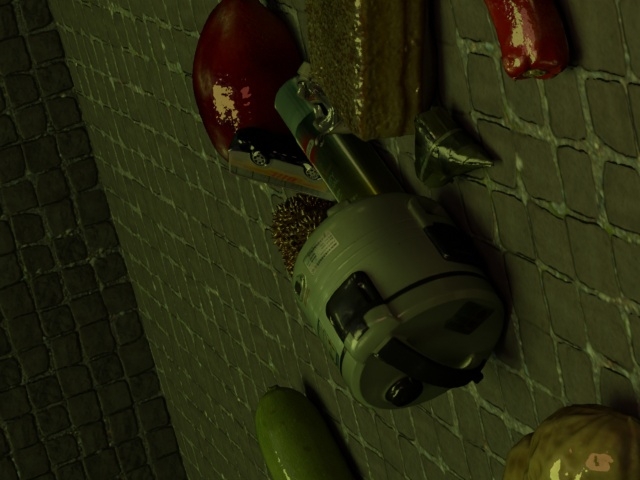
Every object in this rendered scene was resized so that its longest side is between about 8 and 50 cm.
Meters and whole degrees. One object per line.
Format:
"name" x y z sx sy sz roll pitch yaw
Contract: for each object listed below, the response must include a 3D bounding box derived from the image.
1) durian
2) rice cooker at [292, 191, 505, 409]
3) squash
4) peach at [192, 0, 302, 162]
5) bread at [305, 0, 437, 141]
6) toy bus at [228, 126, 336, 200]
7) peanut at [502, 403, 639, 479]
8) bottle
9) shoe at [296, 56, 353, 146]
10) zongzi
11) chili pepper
"durian" 0.000 0.000 2.209 0.158 0.137 0.168 -100 -8 -46
"rice cooker" 0.096 0.076 1.862 0.226 0.226 0.244 93 154 -51
"squash" -0.035 0.363 2.696 0.132 0.132 0.247 97 150 -55
"peach" -0.098 -0.220 2.232 0.154 0.158 0.267 30 135 55
"bread" 0.056 -0.258 1.802 0.184 0.110 0.234 -127 26 -50
"toy bus" -0.043 -0.107 2.158 0.072 0.172 0.057 98 -170 -46
"peanut" 0.278 0.255 1.664 0.305 0.147 0.147 108 139 -69
"bottle" 0.032 -0.109 2.062 0.286 0.082 0.082 57 158 36
"shoe" 0.009 -0.209 2.005 0.180 0.092 0.089 71 163 -3
"zongzi" 0.156 -0.083 1.784 0.119 0.055 0.109 44 153 33
"chili pepper" 0.196 -0.213 1.497 0.070 0.073 0.123 -12 -97 -65
